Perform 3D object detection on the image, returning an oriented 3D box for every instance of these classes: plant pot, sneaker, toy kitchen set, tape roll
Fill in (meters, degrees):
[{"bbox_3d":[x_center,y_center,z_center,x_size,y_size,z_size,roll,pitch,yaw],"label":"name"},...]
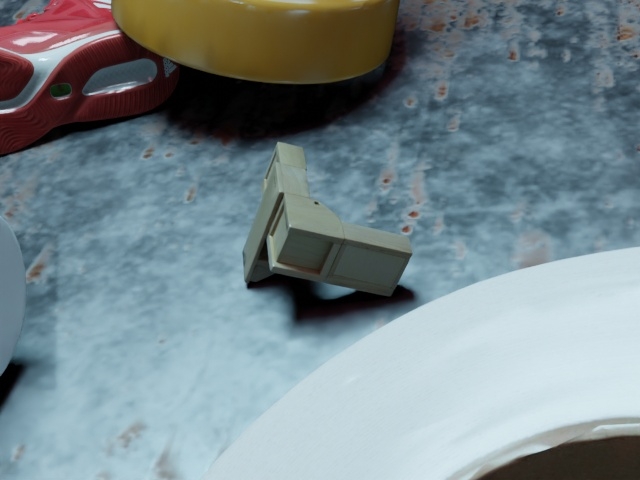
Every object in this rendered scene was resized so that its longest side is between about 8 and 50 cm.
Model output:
[{"bbox_3d":[-0.034,-0.235,0.823,0.205,0.188,0.205,8,31,-5],"label":"plant pot"},{"bbox_3d":[-0.222,-0.129,0.881,0.221,0.087,0.128,-6,29,-14],"label":"sneaker"},{"bbox_3d":[0.000,0.000,0.696,0.075,0.068,0.083,12,35,-17],"label":"toy kitchen set"},{"bbox_3d":[0.104,0.159,0.391,0.392,0.072,0.392,-15,40,13],"label":"tape roll"}]

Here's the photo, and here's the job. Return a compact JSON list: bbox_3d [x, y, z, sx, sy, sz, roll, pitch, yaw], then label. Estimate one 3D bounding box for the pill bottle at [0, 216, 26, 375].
[{"bbox_3d":[-0.286,0.026,0.650,0.229,0.131,0.131,4,41,17],"label":"pill bottle"}]
